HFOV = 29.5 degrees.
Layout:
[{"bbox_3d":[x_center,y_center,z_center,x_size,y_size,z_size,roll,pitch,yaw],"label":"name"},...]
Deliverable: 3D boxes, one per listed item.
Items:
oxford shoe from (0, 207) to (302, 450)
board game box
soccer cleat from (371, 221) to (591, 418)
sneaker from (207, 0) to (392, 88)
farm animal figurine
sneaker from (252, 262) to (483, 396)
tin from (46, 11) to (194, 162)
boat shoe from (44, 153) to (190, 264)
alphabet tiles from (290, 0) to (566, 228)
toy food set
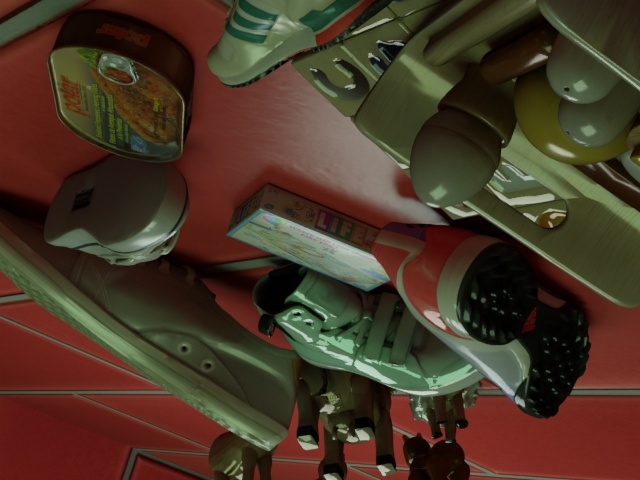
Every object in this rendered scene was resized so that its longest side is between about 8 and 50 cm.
[{"bbox_3d":[-0.208,0.069,1.368,0.449,0.130,0.169,33,169,-2],"label":"oxford shoe"},{"bbox_3d":[0.000,0.000,1.132,0.154,0.026,0.103,22,160,-16],"label":"board game box"},{"bbox_3d":[0.156,0.070,1.115,0.116,0.108,0.318,25,170,37],"label":"soccer cleat"},{"bbox_3d":[-0.026,-0.143,0.709,0.161,0.057,0.075,-12,115,56],"label":"sneaker"},{"bbox_3d":[0.020,0.218,1.501,0.330,0.172,0.326,-2,143,-1],"label":"farm animal figurine"},{"bbox_3d":[0.048,0.084,1.228,0.256,0.094,0.151,2,153,34],"label":"sneaker"},{"bbox_3d":[-0.151,-0.114,0.929,0.106,0.040,0.189,14,161,-4],"label":"tin"},{"bbox_3d":[-0.172,-0.019,1.124,0.088,0.096,0.267,22,162,-28],"label":"boat shoe"},{"bbox_3d":[0.139,-0.087,0.703,0.285,0.011,0.342,41,152,-25],"label":"alphabet tiles"},{"bbox_3d":[0.144,-0.031,0.608,0.220,0.092,0.306,34,173,-8],"label":"toy food set"}]
